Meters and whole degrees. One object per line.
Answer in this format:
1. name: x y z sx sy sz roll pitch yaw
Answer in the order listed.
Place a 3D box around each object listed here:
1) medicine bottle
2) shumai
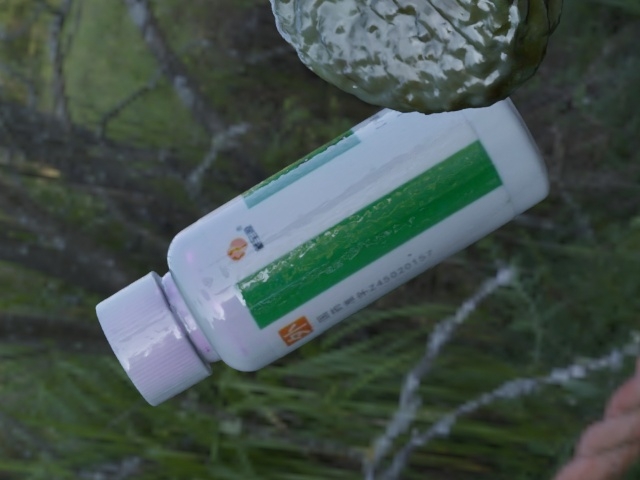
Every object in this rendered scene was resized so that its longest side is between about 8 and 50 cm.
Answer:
1. medicine bottle: 0.000 0.000 0.929 0.095 0.260 0.095 59 177 4
2. shumai: 0.031 -0.080 0.407 0.080 0.083 0.082 -42 -18 -56
